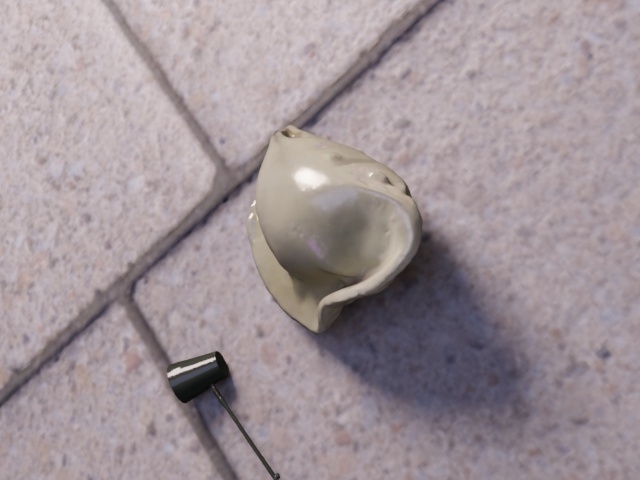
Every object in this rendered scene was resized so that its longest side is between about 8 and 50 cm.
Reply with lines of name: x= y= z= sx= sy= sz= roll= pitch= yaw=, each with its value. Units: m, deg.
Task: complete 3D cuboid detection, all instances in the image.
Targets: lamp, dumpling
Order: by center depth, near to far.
dumpling: x=0.000 y=0.001 z=0.672 sx=0.169 sy=0.100 sz=0.134 roll=27 pitch=107 yaw=29
lamp: x=-0.071 y=0.136 z=0.714 sx=0.054 sy=0.041 sz=0.121 roll=-27 pitch=66 yaw=9
